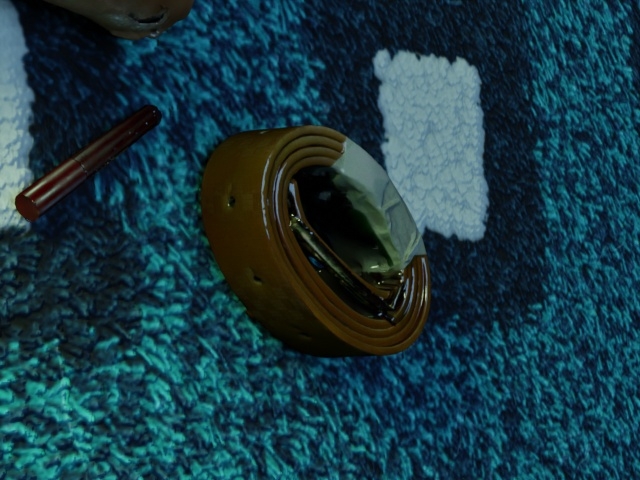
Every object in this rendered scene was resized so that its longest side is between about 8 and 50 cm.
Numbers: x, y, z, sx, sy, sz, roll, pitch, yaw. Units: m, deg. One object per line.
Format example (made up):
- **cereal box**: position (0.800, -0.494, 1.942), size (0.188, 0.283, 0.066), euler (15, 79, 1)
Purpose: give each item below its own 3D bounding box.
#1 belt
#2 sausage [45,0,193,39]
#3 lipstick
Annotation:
- **belt**: position (0.000, 0.000, 1.397), size (0.261, 0.105, 0.184), euler (43, 57, -34)
- **sausage**: position (-0.251, -0.238, 1.137), size (0.419, 0.094, 0.094), euler (12, 60, -48)
- **lipstick**: position (-0.190, -0.070, 1.240), size (0.176, 0.027, 0.027), euler (-44, 118, -44)
